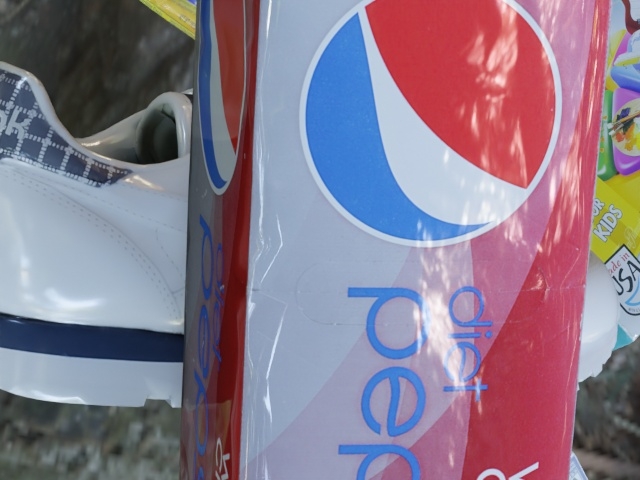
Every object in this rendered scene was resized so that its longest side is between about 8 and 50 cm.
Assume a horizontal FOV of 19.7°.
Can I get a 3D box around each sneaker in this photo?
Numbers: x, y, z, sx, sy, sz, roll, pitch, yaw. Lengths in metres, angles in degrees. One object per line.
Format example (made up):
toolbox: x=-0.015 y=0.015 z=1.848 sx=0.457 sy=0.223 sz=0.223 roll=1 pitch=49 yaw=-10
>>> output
sneaker: x=0.000 y=0.000 z=0.573 sx=0.235 sy=0.090 sz=0.095 roll=2 pitch=95 yaw=-32

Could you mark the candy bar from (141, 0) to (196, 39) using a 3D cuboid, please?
candy bar: x=-0.081 y=-0.139 z=1.050 sx=0.161 sy=0.040 sz=0.018 roll=36 pitch=132 yaw=-4

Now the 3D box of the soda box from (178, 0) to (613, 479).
soda box: x=0.014 y=0.000 z=0.452 sx=0.083 sy=0.092 sz=0.263 roll=-1 pitch=105 yaw=-13

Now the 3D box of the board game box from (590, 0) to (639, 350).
board game box: x=0.186 y=-0.120 z=1.390 sx=0.254 sy=0.079 sz=0.336 roll=-42 pitch=92 yaw=-25

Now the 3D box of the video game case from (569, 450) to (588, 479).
video game case: x=0.189 y=0.313 z=1.688 sx=0.201 sy=0.023 sz=0.183 roll=-43 pitch=129 yaw=-16
